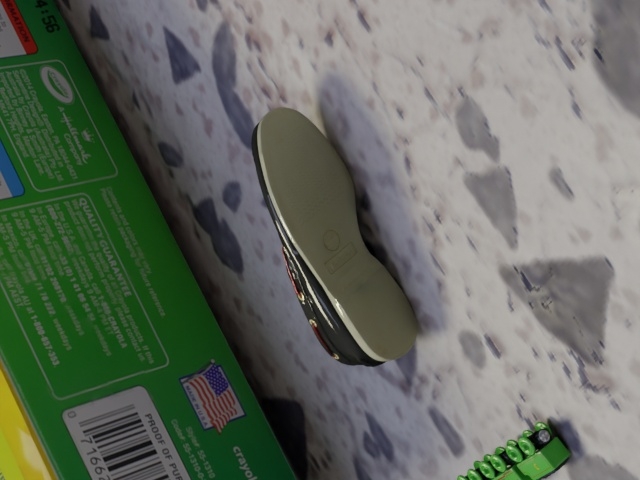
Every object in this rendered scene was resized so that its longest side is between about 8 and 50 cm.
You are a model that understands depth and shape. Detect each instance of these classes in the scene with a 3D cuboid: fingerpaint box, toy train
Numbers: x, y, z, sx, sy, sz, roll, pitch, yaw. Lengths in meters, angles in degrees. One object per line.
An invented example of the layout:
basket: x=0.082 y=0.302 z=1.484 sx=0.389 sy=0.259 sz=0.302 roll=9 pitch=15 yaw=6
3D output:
fingerpaint box: x=-0.246 y=0.078 z=1.027 sx=0.371 sy=0.163 sz=0.444 roll=-40 pitch=73 yaw=42
toy train: x=0.088 y=0.105 z=0.743 sx=0.023 sy=0.017 sz=0.083 roll=50 pitch=150 yaw=6

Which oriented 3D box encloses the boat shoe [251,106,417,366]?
boat shoe: x=-0.001 y=0.001 z=0.779 sx=0.042 sy=0.049 sz=0.133 roll=-20 pitch=99 yaw=54
